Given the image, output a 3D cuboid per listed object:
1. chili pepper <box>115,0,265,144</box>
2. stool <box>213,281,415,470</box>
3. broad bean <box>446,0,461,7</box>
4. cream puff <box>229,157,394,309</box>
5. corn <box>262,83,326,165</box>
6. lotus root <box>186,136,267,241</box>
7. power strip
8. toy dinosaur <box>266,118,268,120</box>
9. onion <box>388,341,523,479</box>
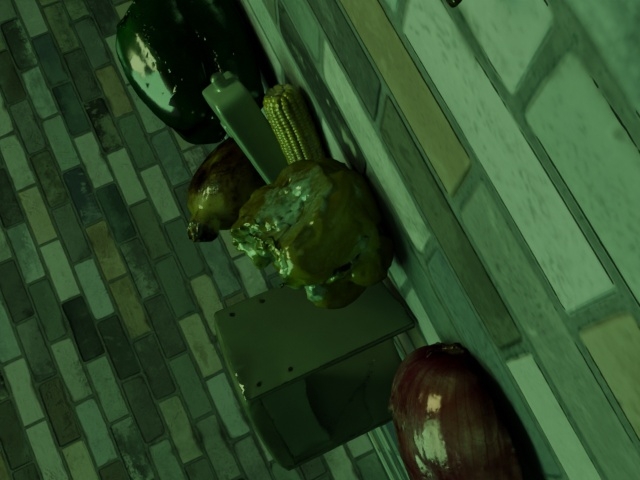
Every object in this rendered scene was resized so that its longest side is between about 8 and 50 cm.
[{"bbox_3d":[-0.218,-0.309,1.271,0.256,0.233,0.248,60,-171,15],"label":"chili pepper"},{"bbox_3d":[0.005,0.189,1.120,0.243,0.270,0.170,74,170,-49],"label":"stool"},{"bbox_3d":[0.039,-0.234,0.372,0.069,0.039,0.226,-116,2,-70],"label":"broad bean"},{"bbox_3d":[0.004,-0.004,0.949,0.221,0.195,0.194,35,151,52],"label":"cream puff"},{"bbox_3d":[-0.033,-0.150,1.073,0.085,0.063,0.165,33,151,56],"label":"corn"},{"bbox_3d":[-0.146,-0.107,1.294,0.169,0.314,0.141,-21,113,41],"label":"lotus root"},{"bbox_3d":[-0.073,-0.121,1.168,0.385,0.062,0.091,54,178,-41],"label":"power strip"},{"bbox_3d":[-0.056,-0.182,1.207,0.096,0.059,0.132,42,166,52],"label":"toy dinosaur"},{"bbox_3d":[0.163,0.265,0.840,0.227,0.120,0.283,-164,49,-87],"label":"onion"}]
